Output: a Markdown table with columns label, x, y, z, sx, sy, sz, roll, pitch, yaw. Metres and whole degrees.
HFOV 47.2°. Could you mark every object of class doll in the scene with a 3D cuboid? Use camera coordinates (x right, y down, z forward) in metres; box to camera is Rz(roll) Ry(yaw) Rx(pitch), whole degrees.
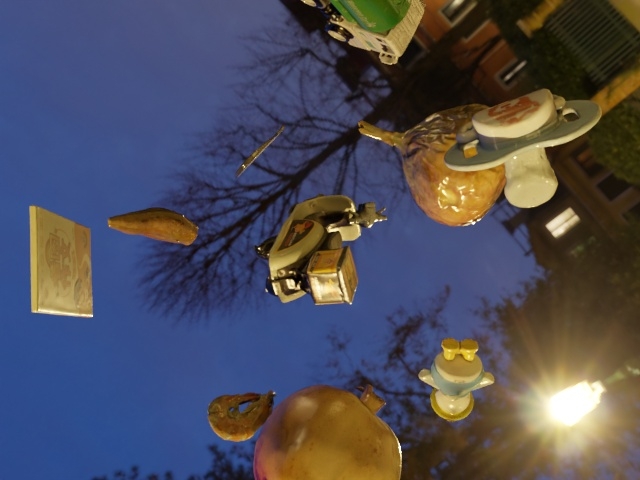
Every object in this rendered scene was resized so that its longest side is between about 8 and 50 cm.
| label | x | y | z | sx | sy | sz | roll | pitch | yaw |
| --- | --- | --- | --- | --- | --- | --- | --- | --- | --- |
| doll | 0.282 | 0.300 | 1.540 | 0.099 | 0.135 | 0.241 | 55 | 160 | 36 |

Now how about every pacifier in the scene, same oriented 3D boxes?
| label | x | y | z | sx | sy | sz | roll | pitch | yaw |
| --- | --- | --- | --- | --- | --- | --- | --- | --- | --- |
| pacifier | 0.370 | -0.156 | 1.320 | 0.227 | 0.279 | 0.207 | -71 | -40 | -67 |

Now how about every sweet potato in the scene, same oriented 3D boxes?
| label | x | y | z | sx | sy | sz | roll | pitch | yaw |
| --- | --- | --- | --- | --- | --- | --- | --- | --- | --- |
| sweet potato | -0.344 | -0.037 | 1.549 | 0.243 | 0.077 | 0.077 | 17 | -142 | -56 |

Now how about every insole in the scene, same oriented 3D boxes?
| label | x | y | z | sx | sy | sz | roll | pitch | yaw |
| --- | --- | --- | --- | --- | --- | --- | --- | --- | --- |
| insole | -0.116 | -0.180 | 1.436 | 0.012 | 0.110 | 0.309 | 42 | -159 | -8 |

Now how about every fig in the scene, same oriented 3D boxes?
| label | x | y | z | sx | sy | sz | roll | pitch | yaw |
| --- | --- | --- | --- | --- | --- | --- | --- | --- | --- |
| fig | 0.258 | -0.208 | 1.662 | 0.368 | 0.286 | 0.286 | 29 | -157 | 5 |

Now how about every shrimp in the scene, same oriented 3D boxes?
| label | x | y | z | sx | sy | sz | roll | pitch | yaw |
| --- | --- | --- | --- | --- | --- | --- | --- | --- | --- |
| shrimp | -0.145 | 0.326 | 1.414 | 0.101 | 0.042 | 0.190 | 46 | -150 | 15 |

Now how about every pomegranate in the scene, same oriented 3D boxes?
| label | x | y | z | sx | sy | sz | roll | pitch | yaw |
| --- | --- | --- | --- | --- | --- | --- | --- | --- | --- |
| pomegranate | 0.022 | 0.435 | 1.497 | 0.319 | 0.319 | 0.319 | 38 | -154 | -22 |

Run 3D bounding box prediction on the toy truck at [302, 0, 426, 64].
| label | x | y | z | sx | sy | sz | roll | pitch | yaw |
| --- | --- | --- | --- | --- | --- | --- | --- | --- | --- |
| toy truck | 0.046 | -0.317 | 0.902 | 0.125 | 0.101 | 0.242 | 26 | 180 | 29 |

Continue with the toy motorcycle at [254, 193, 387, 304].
| label | x | y | z | sx | sy | sz | roll | pitch | yaw |
| --- | --- | --- | --- | --- | --- | --- | --- | --- | --- |
| toy motorcycle | 0.000 | 0.000 | 1.079 | 0.263 | 0.157 | 0.091 | -65 | -34 | -55 |

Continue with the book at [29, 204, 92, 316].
| label | x | y | z | sx | sy | sz | roll | pitch | yaw |
| --- | --- | --- | --- | --- | --- | --- | --- | --- | --- |
| book | -0.541 | 0.053 | 1.538 | 0.295 | 0.020 | 0.208 | 72 | -166 | -82 |
